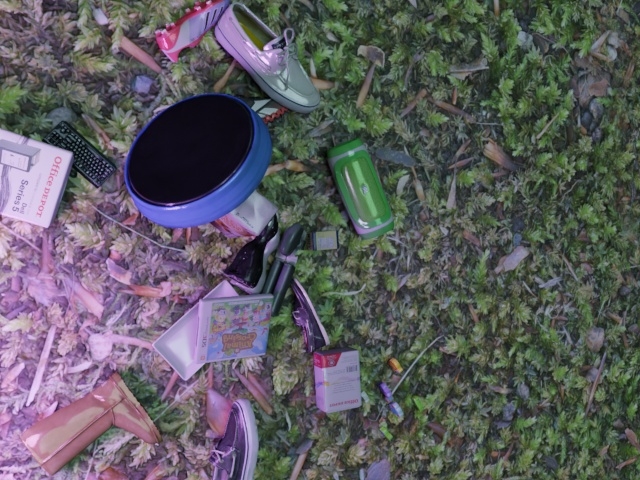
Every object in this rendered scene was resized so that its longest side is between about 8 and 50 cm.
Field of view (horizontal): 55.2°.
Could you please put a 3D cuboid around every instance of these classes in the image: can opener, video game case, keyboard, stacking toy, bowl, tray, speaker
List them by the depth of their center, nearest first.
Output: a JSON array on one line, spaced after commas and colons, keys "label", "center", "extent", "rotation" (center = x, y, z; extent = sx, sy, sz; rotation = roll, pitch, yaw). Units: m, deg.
[{"label": "bowl", "center": [-0.317, -0.215, 1.552], "extent": [0.391, 0.391, 0.077], "rotation": [-53, 148, -15]}, {"label": "keyboard", "center": [-0.632, -0.214, 1.589], "extent": [0.180, 0.023, 0.108], "rotation": [44, 73, -18]}, {"label": "video game case", "center": [-0.241, 0.245, 1.705], "extent": [0.213, 0.023, 0.193], "rotation": [-2, 113, -30]}, {"label": "tray", "center": [-0.327, 0.249, 1.726], "extent": [0.270, 0.030, 0.145], "rotation": [-43, 106, -18]}, {"label": "can opener", "center": [-0.119, 0.081, 1.790], "extent": [0.093, 0.074, 0.280], "rotation": [30, 78, -62]}, {"label": "speaker", "center": [0.123, -0.158, 1.880], "extent": [0.131, 0.131, 0.296], "rotation": [-27, 101, -22]}, {"label": "stacking toy", "center": [0.228, 0.513, 1.970], "extent": [0.167, 0.052, 0.221], "rotation": [-37, 105, -20]}]

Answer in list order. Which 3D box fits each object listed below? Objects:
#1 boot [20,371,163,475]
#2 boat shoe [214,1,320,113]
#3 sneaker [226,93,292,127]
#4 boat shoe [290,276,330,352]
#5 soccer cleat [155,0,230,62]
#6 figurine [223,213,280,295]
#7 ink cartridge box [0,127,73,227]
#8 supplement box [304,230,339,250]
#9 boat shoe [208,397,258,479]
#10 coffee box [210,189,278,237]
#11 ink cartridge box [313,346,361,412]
[{"label": "boot", "center": [-0.582, 0.506, 1.583], "extent": [0.269, 0.089, 0.236], "rotation": [-37, 92, -21]}, {"label": "boat shoe", "center": [-0.122, -0.523, 1.707], "extent": [0.367, 0.156, 0.136], "rotation": [45, 52, -4]}, {"label": "sneaker", "center": [-0.200, -0.372, 1.745], "extent": [0.276, 0.098, 0.135], "rotation": [-31, 105, -20]}, {"label": "boat shoe", "center": [-0.049, 0.220, 1.827], "extent": [0.079, 0.084, 0.233], "rotation": [-23, 96, -5]}, {"label": "soccer cleat", "center": [-0.344, -0.594, 1.698], "extent": [0.248, 0.083, 0.095], "rotation": [-42, 129, -21]}, {"label": "figurine", "center": [-0.171, 0.038, 1.716], "extent": [0.092, 0.215, 0.209], "rotation": [26, 77, 5]}, {"label": "ink cartridge box", "center": [-0.758, -0.163, 1.469], "extent": [0.273, 0.115, 0.198], "rotation": [18, 87, -21]}, {"label": "supplement box", "center": [0.000, 0.000, 1.846], "extent": [0.083, 0.083, 0.056], "rotation": [-4, 91, -25]}, {"label": "boat shoe", "center": [-0.251, 0.612, 1.711], "extent": [0.119, 0.121, 0.335], "rotation": [3, 91, -29]}, {"label": "coffee box", "center": [-0.233, -0.086, 1.648], "extent": [0.141, 0.246, 0.098], "rotation": [41, 73, -20]}, {"label": "ink cartridge box", "center": [0.051, 0.425, 1.876], "extent": [0.128, 0.072, 0.175], "rotation": [-3, 92, -25]}]
